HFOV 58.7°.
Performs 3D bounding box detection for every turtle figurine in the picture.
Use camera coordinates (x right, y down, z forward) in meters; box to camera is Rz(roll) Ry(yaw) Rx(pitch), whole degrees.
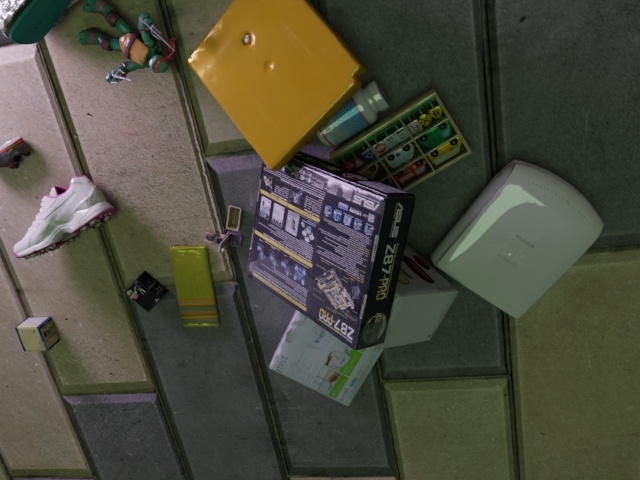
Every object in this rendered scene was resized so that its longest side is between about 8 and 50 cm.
[{"bbox_3d":[-0.412,-0.419,1.235,0.234,0.118,0.175,36,107,9],"label":"turtle figurine"}]

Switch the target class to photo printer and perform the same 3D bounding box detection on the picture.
[{"bbox_3d":[0.435,-0.007,1.254,0.256,0.107,0.307,34,115,-5],"label":"photo printer"}]

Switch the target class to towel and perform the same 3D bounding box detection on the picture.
[{"bbox_3d":[-0.332,0.123,1.510,0.102,0.021,0.237,-2,112,6],"label":"towel"}]

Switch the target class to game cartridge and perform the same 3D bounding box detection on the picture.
[{"bbox_3d":[-0.095,-0.355,1.173,0.285,0.053,0.323,-42,79,23],"label":"game cartridge"}]

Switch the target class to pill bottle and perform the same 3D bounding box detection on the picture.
[{"bbox_3d":[0.065,-0.273,1.221,0.160,0.087,0.087,-28,105,21],"label":"pill bottle"}]

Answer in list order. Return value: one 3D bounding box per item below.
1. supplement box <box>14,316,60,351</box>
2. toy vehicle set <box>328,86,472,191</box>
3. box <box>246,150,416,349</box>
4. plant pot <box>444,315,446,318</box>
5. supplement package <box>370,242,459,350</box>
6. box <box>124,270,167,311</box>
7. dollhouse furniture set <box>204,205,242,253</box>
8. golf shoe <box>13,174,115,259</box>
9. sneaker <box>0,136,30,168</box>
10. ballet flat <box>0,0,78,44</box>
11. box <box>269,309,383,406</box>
[{"bbox_3d":[-0.817,0.271,1.645,0.083,0.056,0.083,-4,112,13],"label":"supplement box"},{"bbox_3d":[0.172,-0.192,1.242,0.267,0.035,0.166,-30,119,21],"label":"toy vehicle set"},{"bbox_3d":[0.000,0.000,1.204,0.395,0.097,0.318,27,113,45],"label":"box"},{"bbox_3d":[0.255,0.139,1.371,0.081,0.081,0.083,-10,104,15],"label":"plant pot"},{"bbox_3d":[0.151,0.112,1.267,0.203,0.194,0.149,47,124,38],"label":"supplement package"},{"bbox_3d":[-0.465,0.137,1.521,0.083,0.052,0.062,43,115,-10],"label":"box"},{"bbox_3d":[-0.241,-0.028,1.390,0.091,0.081,0.114,14,115,4],"label":"dollhouse furniture set"},{"bbox_3d":[-0.673,-0.057,1.458,0.306,0.115,0.140,-27,95,14],"label":"golf shoe"},{"bbox_3d":[-0.800,-0.200,1.438,0.158,0.061,0.065,-25,113,20],"label":"sneaker"},{"bbox_3d":[-0.547,-0.574,1.191,0.409,0.147,0.147,-27,106,20],"label":"ballet flat"},{"bbox_3d":[0.029,0.248,1.433,0.231,0.127,0.262,25,116,0],"label":"box"}]
